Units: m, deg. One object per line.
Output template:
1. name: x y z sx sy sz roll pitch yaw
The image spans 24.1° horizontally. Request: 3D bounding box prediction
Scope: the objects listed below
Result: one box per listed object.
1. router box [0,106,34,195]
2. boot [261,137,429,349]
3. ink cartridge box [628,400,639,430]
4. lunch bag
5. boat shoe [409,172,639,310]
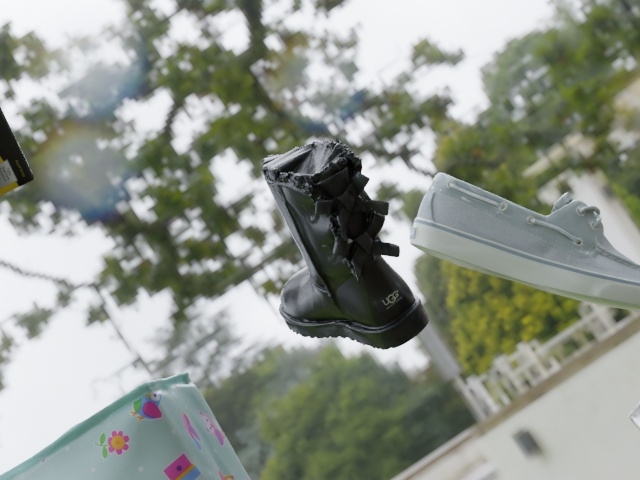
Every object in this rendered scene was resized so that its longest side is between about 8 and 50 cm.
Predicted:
1. router box: -0.413 -0.118 1.646 0.133 0.179 0.046 -29 30 -13
2. boot: -0.001 0.000 0.743 0.045 0.099 0.121 -36 20 -22
3. ink cartridge box: 0.267 0.095 0.670 0.092 0.218 0.158 11 -60 -40
4. lunch bag: -0.202 0.289 1.501 0.262 0.223 0.160 -33 -7 12
5. boat shoe: 0.188 0.000 1.206 0.079 0.227 0.081 45 -119 -84
